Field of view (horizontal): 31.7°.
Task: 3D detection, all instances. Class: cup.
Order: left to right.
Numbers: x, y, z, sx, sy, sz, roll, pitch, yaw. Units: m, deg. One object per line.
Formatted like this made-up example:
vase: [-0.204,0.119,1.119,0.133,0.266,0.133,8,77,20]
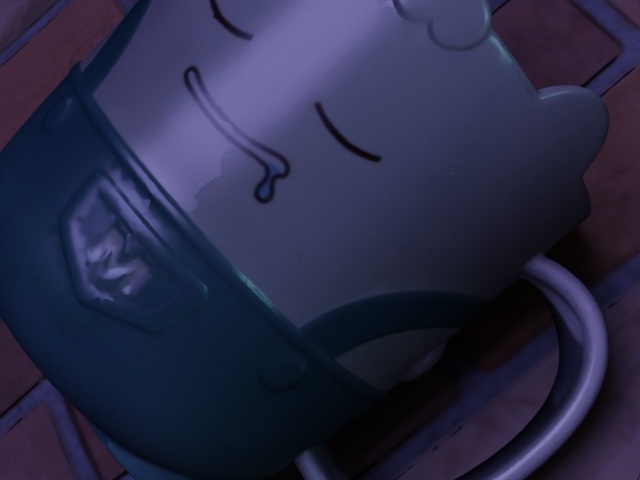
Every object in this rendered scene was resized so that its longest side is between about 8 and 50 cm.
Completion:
cup: [0.000,0.000,0.539,0.257,0.219,0.289,-43,82,5]

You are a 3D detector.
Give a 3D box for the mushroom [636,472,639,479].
mushroom: [0.141,0.139,0.433,0.351,0.097,0.109,-48,49,3]
